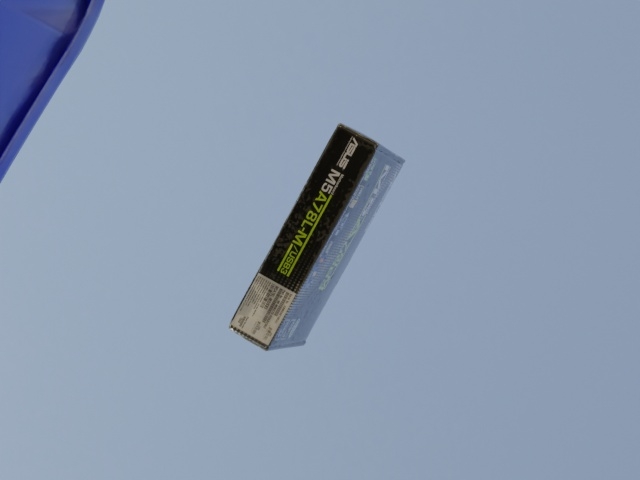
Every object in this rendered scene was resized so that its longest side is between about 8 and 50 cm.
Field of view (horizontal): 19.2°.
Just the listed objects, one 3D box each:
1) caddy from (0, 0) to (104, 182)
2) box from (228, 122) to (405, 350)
[{"bbox_3d":[-0.239,-0.123,0.944,0.241,0.341,0.179,44,-160,28],"label":"caddy"},{"bbox_3d":[0.000,0.000,1.580,0.045,0.184,0.190,29,-88,11],"label":"box"}]
